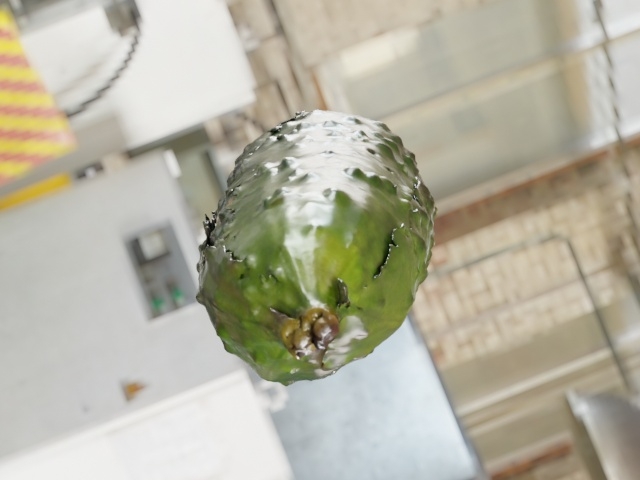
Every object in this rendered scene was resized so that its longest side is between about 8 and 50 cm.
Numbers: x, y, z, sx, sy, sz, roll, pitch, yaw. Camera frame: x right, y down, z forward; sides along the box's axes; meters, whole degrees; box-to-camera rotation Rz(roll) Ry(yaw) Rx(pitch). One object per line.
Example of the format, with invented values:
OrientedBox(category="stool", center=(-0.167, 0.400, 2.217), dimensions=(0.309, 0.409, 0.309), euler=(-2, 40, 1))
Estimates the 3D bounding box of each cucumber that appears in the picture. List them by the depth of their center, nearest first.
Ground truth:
OrientedBox(category="cucumber", center=(0.000, 0.000, 0.554), dimensions=(0.227, 0.069, 0.069), euler=(-76, 145, -81))
